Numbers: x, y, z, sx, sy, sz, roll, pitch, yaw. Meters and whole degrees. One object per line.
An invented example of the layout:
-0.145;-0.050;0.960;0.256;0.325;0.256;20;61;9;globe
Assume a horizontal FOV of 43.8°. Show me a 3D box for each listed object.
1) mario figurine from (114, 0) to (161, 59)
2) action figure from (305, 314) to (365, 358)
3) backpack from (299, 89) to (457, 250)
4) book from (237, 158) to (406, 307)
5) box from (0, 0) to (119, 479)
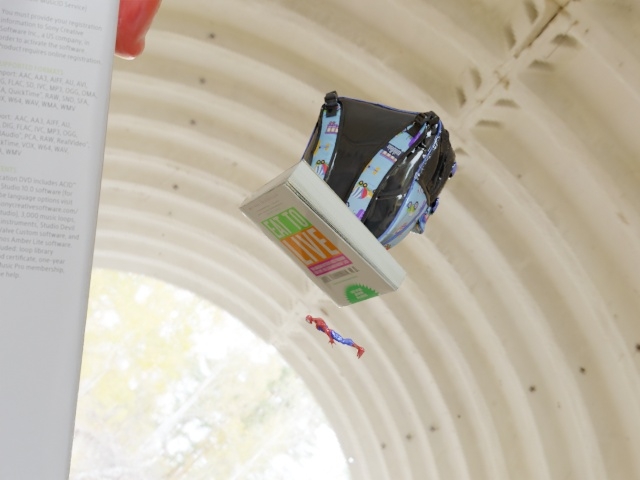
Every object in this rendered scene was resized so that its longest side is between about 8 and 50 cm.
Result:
-0.335;-0.283;0.903;0.170;0.321;0.198;59;18;-76;mario figurine
0.022;0.164;1.370;0.115;0.030;0.038;38;4;-3;action figure
0.049;-0.055;0.859;0.158;0.173;0.117;17;-16;30;backpack
0.000;0.000;0.748;0.144;0.035;0.096;44;-35;-15;book
-0.152;-0.026;0.427;0.059;0.321;0.232;7;-3;-19;box
